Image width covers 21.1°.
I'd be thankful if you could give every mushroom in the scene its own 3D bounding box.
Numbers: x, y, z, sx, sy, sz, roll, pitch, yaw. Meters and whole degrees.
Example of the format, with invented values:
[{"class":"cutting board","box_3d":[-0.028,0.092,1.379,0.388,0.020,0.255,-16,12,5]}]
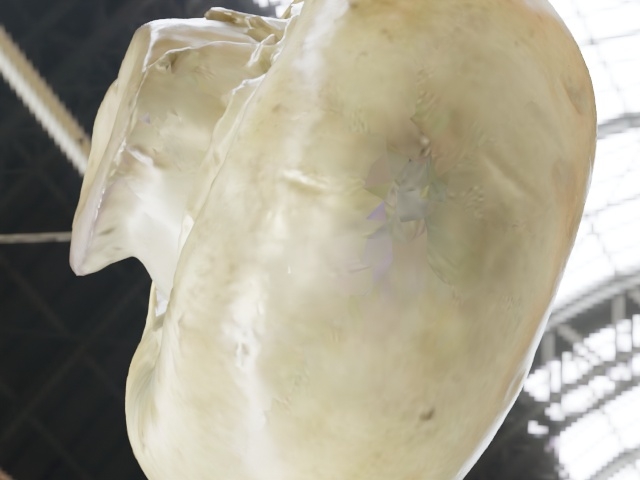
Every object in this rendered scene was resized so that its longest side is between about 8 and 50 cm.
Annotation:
[{"class":"mushroom","box_3d":[0.000,0.000,0.647,0.184,0.255,0.255,14,-105,-15]}]
